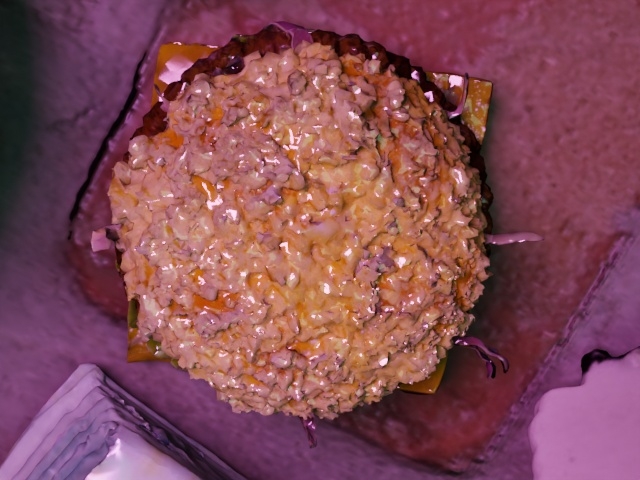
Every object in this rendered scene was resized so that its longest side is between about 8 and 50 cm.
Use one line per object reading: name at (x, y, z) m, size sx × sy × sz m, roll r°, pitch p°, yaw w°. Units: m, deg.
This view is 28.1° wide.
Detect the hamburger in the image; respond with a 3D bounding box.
hamburger at (0.000, 0.000, 0.739) m, size 0.261 × 0.139 × 0.243 m, roll 2°, pitch 105°, yaw -11°

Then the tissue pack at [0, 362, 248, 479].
tissue pack at (-0.145, 0.314, 0.778) m, size 0.287 × 0.162 × 0.388 m, roll 39°, pitch 89°, yaw -18°

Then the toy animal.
toy animal at (0.246, 0.162, 0.811) m, size 0.208 × 0.204 × 0.156 m, roll -16°, pitch 125°, yaw 13°
